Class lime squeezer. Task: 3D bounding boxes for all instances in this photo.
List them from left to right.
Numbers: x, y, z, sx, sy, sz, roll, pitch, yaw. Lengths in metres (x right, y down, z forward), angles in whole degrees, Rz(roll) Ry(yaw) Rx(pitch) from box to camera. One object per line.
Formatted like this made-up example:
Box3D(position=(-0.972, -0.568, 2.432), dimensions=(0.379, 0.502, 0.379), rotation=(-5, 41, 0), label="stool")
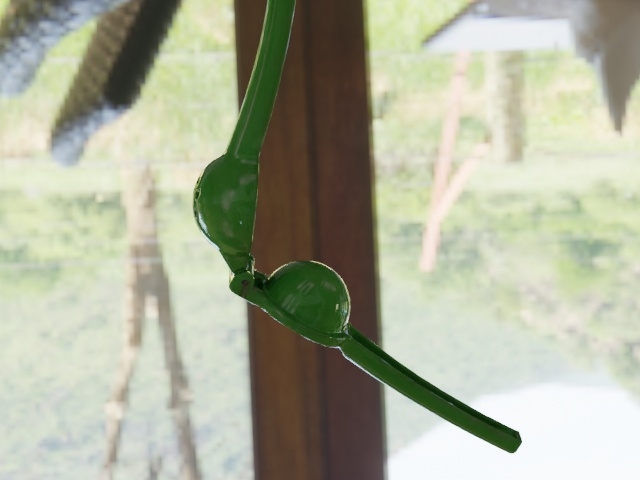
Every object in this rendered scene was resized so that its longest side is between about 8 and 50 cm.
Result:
Box3D(position=(0.000, 0.000, 0.836), dimensions=(0.110, 0.310, 0.059), rotation=(-29, -161, -10), label="lime squeezer")
